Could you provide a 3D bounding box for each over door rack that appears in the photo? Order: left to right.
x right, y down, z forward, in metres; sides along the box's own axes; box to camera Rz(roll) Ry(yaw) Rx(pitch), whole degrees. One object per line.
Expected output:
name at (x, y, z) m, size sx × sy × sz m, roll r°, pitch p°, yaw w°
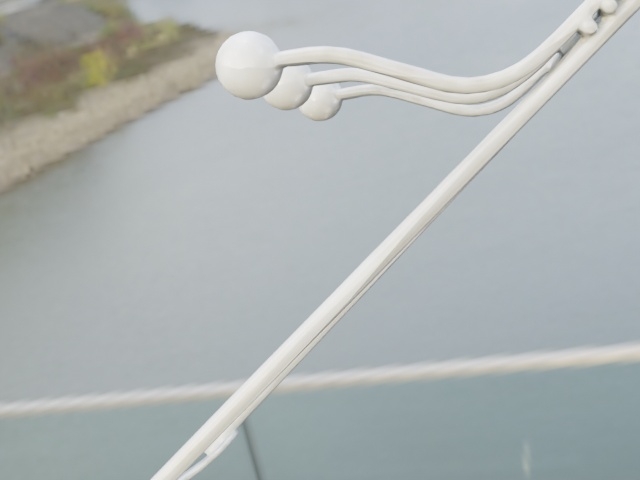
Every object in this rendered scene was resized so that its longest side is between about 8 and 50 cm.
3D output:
over door rack at (0.000, 0.000, 0.601) m, size 0.324 × 0.108 × 0.239 m, roll -58°, pitch -4°, yaw 5°
